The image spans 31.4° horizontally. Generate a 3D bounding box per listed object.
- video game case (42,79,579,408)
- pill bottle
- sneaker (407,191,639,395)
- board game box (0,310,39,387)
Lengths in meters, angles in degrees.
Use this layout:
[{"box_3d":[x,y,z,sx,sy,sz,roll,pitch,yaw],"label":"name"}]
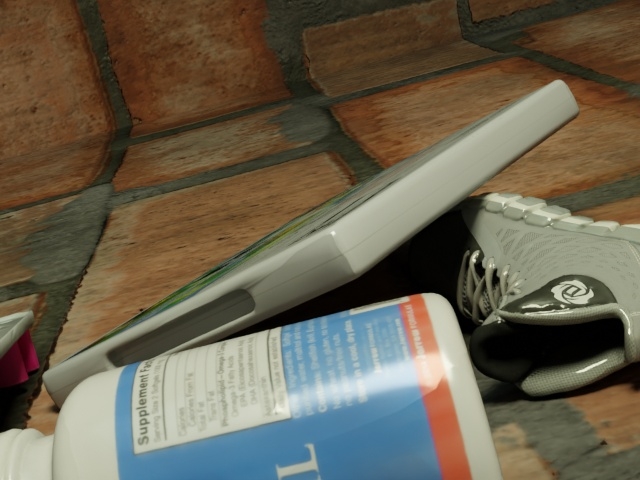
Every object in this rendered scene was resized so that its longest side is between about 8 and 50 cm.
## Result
[{"box_3d":[0.000,0.000,0.822,0.300,0.036,0.329,-26,5,40],"label":"video game case"},{"box_3d":[-0.039,0.106,0.487,0.222,0.124,0.124,-15,15,2],"label":"pill bottle"},{"box_3d":[0.111,0.033,0.688,0.132,0.086,0.229,-30,22,-37],"label":"sneaker"},{"box_3d":[-0.381,0.139,0.698,0.390,0.050,0.390,-17,5,-7],"label":"board game box"}]
